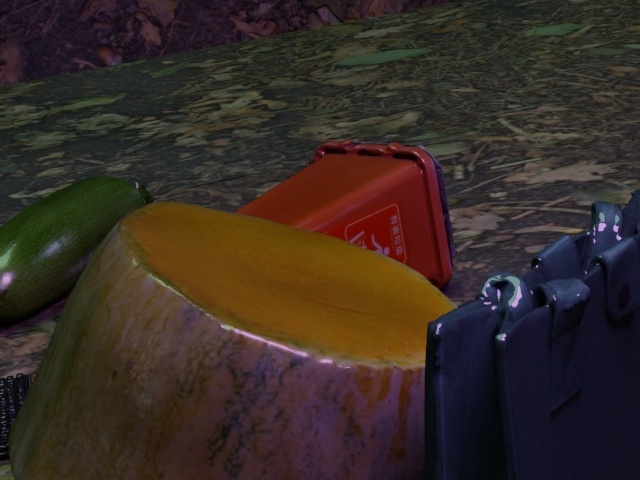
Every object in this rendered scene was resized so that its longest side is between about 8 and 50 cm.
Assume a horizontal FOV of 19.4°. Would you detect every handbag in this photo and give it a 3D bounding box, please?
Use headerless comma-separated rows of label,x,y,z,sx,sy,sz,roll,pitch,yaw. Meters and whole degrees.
handbag,0.185,0.109,1.297,0.089,0.238,0.326,9,23,33

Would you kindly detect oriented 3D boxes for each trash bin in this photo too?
trash bin,0.000,0.000,1.912,0.184,0.161,0.239,8,26,44

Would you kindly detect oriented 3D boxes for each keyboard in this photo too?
keyboard,-0.303,0.164,1.735,0.074,0.015,0.196,-10,16,-7

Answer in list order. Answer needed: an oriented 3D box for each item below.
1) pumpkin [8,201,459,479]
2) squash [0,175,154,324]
pumpkin,-0.048,0.098,1.349,0.332,0.199,0.332,10,18,-3
squash,-0.293,-0.003,2.151,0.107,0.107,0.395,-1,16,21
